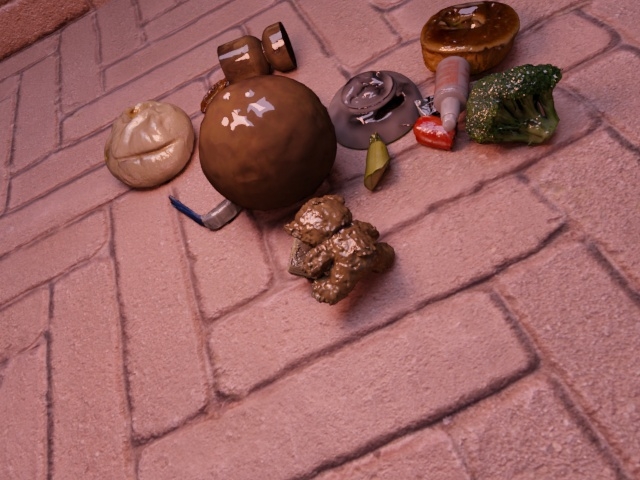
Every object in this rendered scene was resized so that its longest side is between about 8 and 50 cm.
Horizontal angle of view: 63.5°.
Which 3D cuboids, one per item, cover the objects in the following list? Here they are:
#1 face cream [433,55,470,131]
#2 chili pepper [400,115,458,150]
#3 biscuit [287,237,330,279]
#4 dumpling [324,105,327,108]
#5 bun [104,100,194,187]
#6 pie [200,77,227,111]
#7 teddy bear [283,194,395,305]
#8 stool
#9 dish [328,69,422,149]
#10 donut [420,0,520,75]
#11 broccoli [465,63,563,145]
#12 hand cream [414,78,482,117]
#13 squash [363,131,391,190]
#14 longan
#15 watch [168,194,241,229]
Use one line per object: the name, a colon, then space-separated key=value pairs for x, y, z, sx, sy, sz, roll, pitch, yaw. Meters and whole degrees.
face cream: x=0.378 y=-0.418 z=1.496 sx=0.101 sy=0.101 sz=0.251 roll=-3 pitch=53 yaw=22
chili pepper: x=0.319 y=-0.330 z=1.546 sx=0.192 sy=0.084 sz=0.086 roll=20 pitch=49 yaw=28
biscuit: x=0.000 y=0.000 z=1.420 sx=0.147 sy=0.046 sz=0.250 roll=15 pitch=51 yaw=-5
dumpling: x=-0.078 y=-0.466 z=1.777 sx=0.258 sy=0.193 sz=0.147 roll=26 pitch=108 yaw=47
bun: x=-0.643 y=-0.373 z=1.908 sx=0.365 sy=0.219 sz=0.365 roll=-14 pitch=52 yaw=19
pie: x=-0.436 y=-0.589 z=2.096 sx=0.088 sy=0.033 sz=0.191 roll=18 pitch=70 yaw=41
teddy bear: x=0.038 y=0.000 z=1.306 sx=0.267 sy=0.156 sz=0.256 roll=-34 pitch=67 yaw=-30
stool: x=-0.245 y=-0.713 z=2.008 sx=0.264 sy=0.179 sz=0.179 roll=-17 pitch=51 yaw=12
dish: x=0.161 y=-0.454 z=1.677 sx=0.324 sy=0.124 sz=0.324 roll=-12 pitch=52 yaw=16
donut: x=0.468 y=-0.639 z=1.659 sx=0.330 sy=0.160 sz=0.330 roll=-4 pitch=49 yaw=4
broccoli: x=0.524 y=-0.363 z=1.412 sx=0.241 sy=0.261 sz=0.269 roll=37 pitch=76 yaw=-2
hand cream: x=0.423 y=-0.441 z=1.601 sx=0.248 sy=0.052 sz=0.075 roll=-21 pitch=63 yaw=9
squash: x=0.174 y=-0.245 z=1.543 sx=0.075 sy=0.090 sz=0.200 roll=0 pitch=55 yaw=13
longan: x=-0.153 y=-0.278 z=1.514 sx=0.404 sy=0.404 sz=0.436 roll=-42 pitch=8 yaw=-10
watch: x=-0.344 y=-0.173 z=1.739 sx=0.276 sy=0.068 sz=0.274 roll=-47 pitch=47 yaw=-13
